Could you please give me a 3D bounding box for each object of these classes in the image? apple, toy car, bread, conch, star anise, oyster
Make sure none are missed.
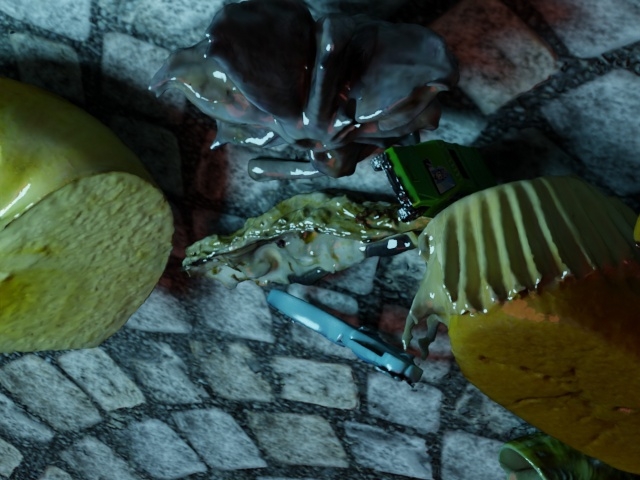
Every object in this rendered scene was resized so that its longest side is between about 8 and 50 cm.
[{"bbox_3d":[-0.313,-0.028,1.752,0.314,0.252,0.309,31,125,-1],"label":"apple"},{"bbox_3d":[0.110,-0.057,1.562,0.062,0.165,0.071,-34,73,22],"label":"toy car"},{"bbox_3d":[0.264,0.091,1.561,0.388,0.183,0.236,27,135,-31],"label":"bread"},{"bbox_3d":[0.280,0.291,1.888,0.187,0.124,0.181,50,150,7],"label":"conch"},{"bbox_3d":[-0.014,-0.146,1.541,0.359,0.139,0.316,-6,152,38],"label":"star anise"},{"bbox_3d":[-0.002,-0.001,1.756,0.345,0.078,0.128,-13,148,36],"label":"oyster"}]

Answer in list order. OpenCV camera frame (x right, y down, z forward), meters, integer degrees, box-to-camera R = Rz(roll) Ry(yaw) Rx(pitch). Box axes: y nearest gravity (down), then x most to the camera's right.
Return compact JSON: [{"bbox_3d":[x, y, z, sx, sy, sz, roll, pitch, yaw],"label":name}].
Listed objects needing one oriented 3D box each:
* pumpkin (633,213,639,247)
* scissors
[{"bbox_3d":[0.413,-0.035,1.462,0.278,0.111,0.163,7,-177,5],"label":"pumpkin"},{"bbox_3d":[0.042,0.104,1.706,0.180,0.032,0.393,26,178,-10],"label":"scissors"}]
